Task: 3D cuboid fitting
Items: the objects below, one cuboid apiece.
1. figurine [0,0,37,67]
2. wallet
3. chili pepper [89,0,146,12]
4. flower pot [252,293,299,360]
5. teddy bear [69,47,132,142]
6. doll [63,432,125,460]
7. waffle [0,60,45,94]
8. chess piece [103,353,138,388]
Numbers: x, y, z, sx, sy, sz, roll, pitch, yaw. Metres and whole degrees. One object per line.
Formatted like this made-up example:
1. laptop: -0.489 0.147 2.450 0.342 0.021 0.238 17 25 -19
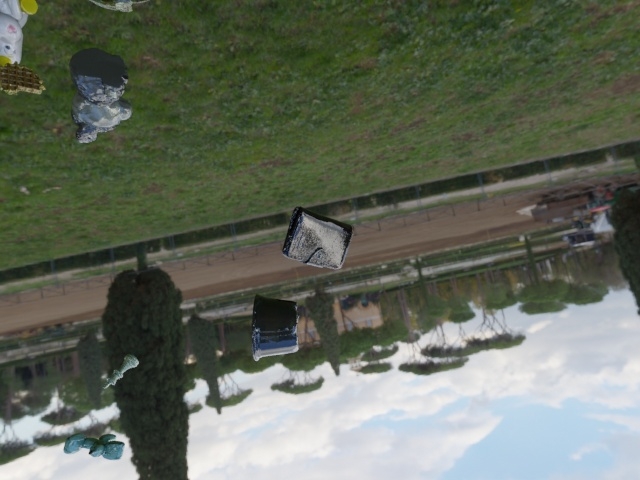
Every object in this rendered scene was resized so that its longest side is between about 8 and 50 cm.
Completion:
1. figurine: -0.663 -0.442 0.928 0.109 0.178 0.129 -1 162 -34
2. wallet: 0.000 0.000 1.439 0.045 0.173 0.318 17 180 36
3. chili pepper: -0.571 -0.667 1.201 0.204 0.072 0.073 7 165 -32
4. flower pot: -0.104 0.206 1.048 0.106 0.158 0.157 1 172 -4
5. teddy bear: -0.554 -0.373 1.111 0.144 0.171 0.251 -6 160 -31
6. doll: -0.705 0.633 1.356 0.159 0.059 0.158 0 162 43
7. waffle: -0.594 -0.315 0.856 0.016 0.078 0.085 -39 -178 43
8. chess piece: -0.772 0.506 1.677 0.059 0.059 0.149 -18 -158 43
